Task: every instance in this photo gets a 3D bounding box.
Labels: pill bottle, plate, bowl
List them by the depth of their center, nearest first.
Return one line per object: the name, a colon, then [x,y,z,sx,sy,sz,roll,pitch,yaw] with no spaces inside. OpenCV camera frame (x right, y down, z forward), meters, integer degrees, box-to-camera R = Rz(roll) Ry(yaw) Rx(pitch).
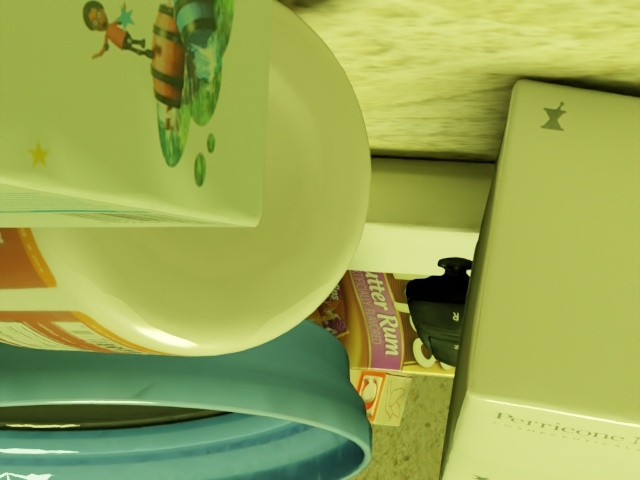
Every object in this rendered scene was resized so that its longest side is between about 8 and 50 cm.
pill bottle: [-0.084,-0.020,0.638,0.121,0.121,0.216,7,175,-29]
plate: [0.062,-0.011,1.023,0.277,0.045,0.278,4,175,10]
bowl: [-0.162,0.114,1.136,0.391,0.077,0.391,-2,161,-1]

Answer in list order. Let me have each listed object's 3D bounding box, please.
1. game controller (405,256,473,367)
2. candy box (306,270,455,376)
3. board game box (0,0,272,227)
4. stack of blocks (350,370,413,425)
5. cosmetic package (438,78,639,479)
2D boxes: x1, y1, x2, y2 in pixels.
game controller: [0.211,0.041,0.994,0.319,0.067,0.166,3,-171,11]
candy box: [0.048,0.038,1.223,0.186,0.109,0.053,4,175,-1]
board game box: [-0.192,-0.064,0.400,0.224,0.097,0.303,-1,174,41]
stack of blocks: [-0.066,0.070,1.468,0.297,0.087,0.171,16,-179,32]
cosmetic package: [0.174,0.048,0.761,0.224,0.138,0.225,9,161,4]
